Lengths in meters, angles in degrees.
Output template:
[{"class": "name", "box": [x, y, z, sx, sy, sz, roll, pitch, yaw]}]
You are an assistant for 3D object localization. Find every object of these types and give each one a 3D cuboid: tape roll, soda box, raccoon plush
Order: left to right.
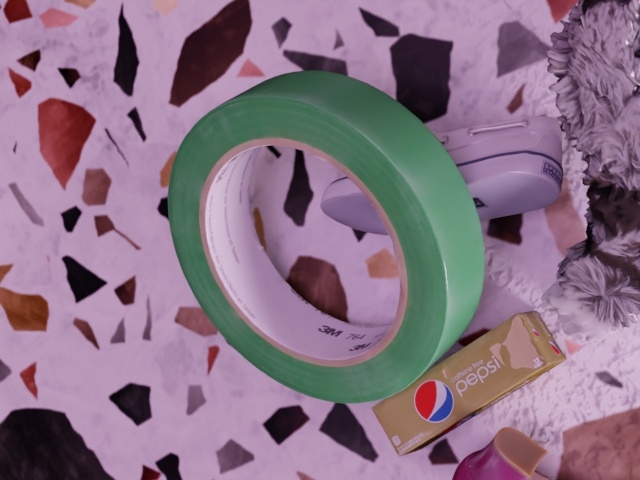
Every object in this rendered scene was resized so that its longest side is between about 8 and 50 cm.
[{"class": "tape roll", "box": [0.000, 0.000, 1.276, 0.321, 0.077, 0.321, 18, 124, 29]}, {"class": "soda box", "box": [0.143, 0.138, 1.285, 0.181, 0.061, 0.058, -36, 74, 22]}, {"class": "raccoon plush", "box": [0.325, -0.151, 1.168, 0.216, 0.299, 0.446, 39, 141, 7]}]

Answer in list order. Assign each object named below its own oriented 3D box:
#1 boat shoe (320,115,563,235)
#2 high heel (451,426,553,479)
[{"class": "boat shoe", "box": [0.119, -0.065, 1.290, 0.258, 0.095, 0.084, -6, 58, 31]}, {"class": "high heel", "box": [0.230, 0.286, 1.252, 0.244, 0.082, 0.117, 37, 139, 7]}]
